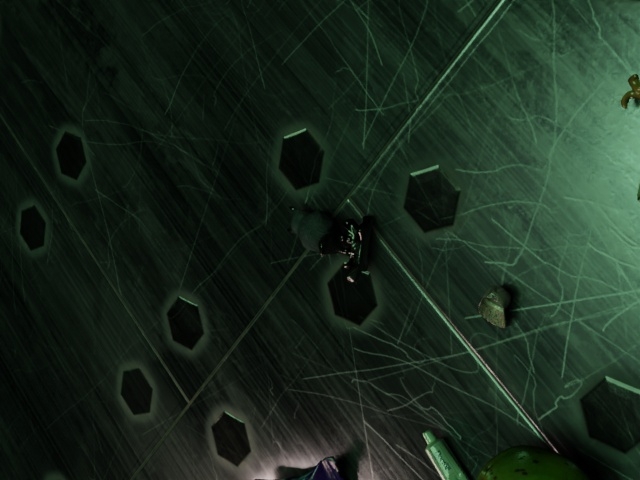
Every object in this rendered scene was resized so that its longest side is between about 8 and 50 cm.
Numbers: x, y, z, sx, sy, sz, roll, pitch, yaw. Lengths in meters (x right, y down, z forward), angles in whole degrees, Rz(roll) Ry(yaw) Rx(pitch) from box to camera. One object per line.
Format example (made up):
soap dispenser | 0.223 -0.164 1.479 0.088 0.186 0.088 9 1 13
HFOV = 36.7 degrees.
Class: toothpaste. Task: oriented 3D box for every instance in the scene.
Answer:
toothpaste | 0.255 0.452 1.801 0.064 0.041 0.218 -39 76 31

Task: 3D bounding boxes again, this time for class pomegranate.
pomegranate | 0.389 0.470 1.593 0.302 0.236 0.236 21 112 8

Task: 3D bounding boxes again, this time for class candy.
candy | -0.040 0.548 2.044 0.275 0.070 0.145 -26 89 37

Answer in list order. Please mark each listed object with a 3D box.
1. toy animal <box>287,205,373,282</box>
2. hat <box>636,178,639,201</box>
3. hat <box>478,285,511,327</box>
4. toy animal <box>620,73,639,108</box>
toy animal | -0.005 0.000 1.896 0.210 0.117 0.121 17 114 35
hat | 0.534 -0.130 1.446 0.122 0.081 0.166 -142 42 -64
hat | 0.313 0.113 1.702 0.058 0.042 0.087 26 147 38
toy animal | 0.557 -0.242 1.425 0.241 0.057 0.099 -32 77 38
